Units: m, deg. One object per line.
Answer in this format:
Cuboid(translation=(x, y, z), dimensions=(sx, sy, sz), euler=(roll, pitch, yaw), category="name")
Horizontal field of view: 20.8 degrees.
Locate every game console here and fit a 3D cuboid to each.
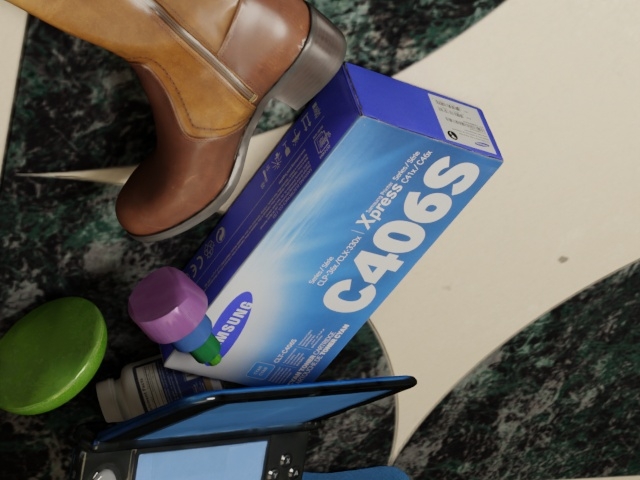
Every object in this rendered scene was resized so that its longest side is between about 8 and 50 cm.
Cuboid(translation=(-0.077, 0.233, 1.659), dimensions=(0.293, 0.173, 0.250), euler=(0, 103, -43), category="game console")

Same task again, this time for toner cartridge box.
Cuboid(translation=(0.000, 0.000, 1.625), dimensions=(0.165, 0.075, 0.348), euler=(16, 129, -32), category="toner cartridge box")

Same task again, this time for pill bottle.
Cuboid(translation=(-0.159, 0.147, 1.734), dimensions=(0.120, 0.067, 0.067), euler=(-18, 139, -1), category="pill bottle")

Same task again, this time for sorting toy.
Cuboid(translation=(-0.248, 0.147, 1.631), dimensions=(0.366, 0.127, 0.126), euler=(-25, 130, 14), category="sorting toy")

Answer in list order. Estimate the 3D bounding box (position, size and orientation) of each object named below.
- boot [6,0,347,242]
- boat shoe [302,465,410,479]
Cuboid(translation=(-0.155, -0.139, 1.401), dimensions=(0.264, 0.096, 0.280), euler=(-40, 134, 24), category="boot")
Cuboid(translation=(-0.014, 0.315, 1.946), dimensions=(0.258, 0.109, 0.089), euler=(4, 138, -21), category="boat shoe")
